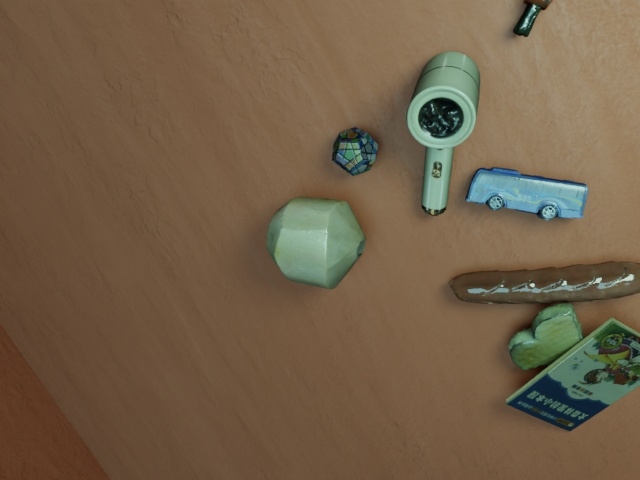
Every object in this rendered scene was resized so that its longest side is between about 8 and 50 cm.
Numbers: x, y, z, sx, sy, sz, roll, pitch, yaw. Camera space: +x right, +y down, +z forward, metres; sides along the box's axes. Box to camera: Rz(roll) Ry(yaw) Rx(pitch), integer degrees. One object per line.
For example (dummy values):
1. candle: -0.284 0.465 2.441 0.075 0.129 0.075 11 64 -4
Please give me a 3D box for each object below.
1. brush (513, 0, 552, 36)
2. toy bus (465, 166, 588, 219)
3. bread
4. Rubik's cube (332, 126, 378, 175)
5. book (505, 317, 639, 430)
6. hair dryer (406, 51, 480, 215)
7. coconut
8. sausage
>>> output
1. brush: 0.450 -0.527 0.878 0.051 0.070 0.323 33 115 4
2. toy bus: 0.439 -0.101 1.051 0.237 0.079 0.094 12 98 15
3. bread: 0.540 0.221 1.124 0.173 0.064 0.232 13 136 -3
4. Rubik's cube: 0.078 -0.205 1.128 0.093 0.111 0.111 -4 112 51
5. book: 0.624 0.326 1.134 0.228 0.018 0.322 26 120 -17
6. hair dryer: 0.253 -0.189 1.037 0.128 0.203 0.361 8 130 14
7. coconut: -0.001 0.004 1.177 0.241 0.241 0.241 7 113 18
8. sausage: 0.509 0.099 1.097 0.433 0.088 0.087 -6 108 23
